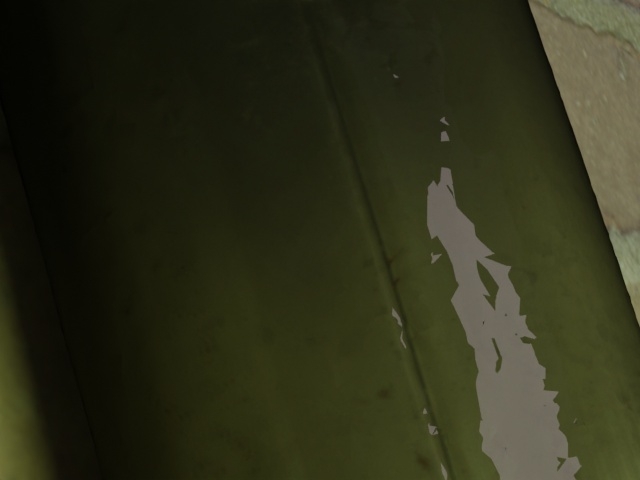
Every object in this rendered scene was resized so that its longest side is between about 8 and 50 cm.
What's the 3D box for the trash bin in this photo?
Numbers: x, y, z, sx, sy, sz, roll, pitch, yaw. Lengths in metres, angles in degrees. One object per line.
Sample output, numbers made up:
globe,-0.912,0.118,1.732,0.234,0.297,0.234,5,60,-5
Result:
trash bin,0.000,0.000,0.577,0.203,0.252,0.301,-13,75,-14
